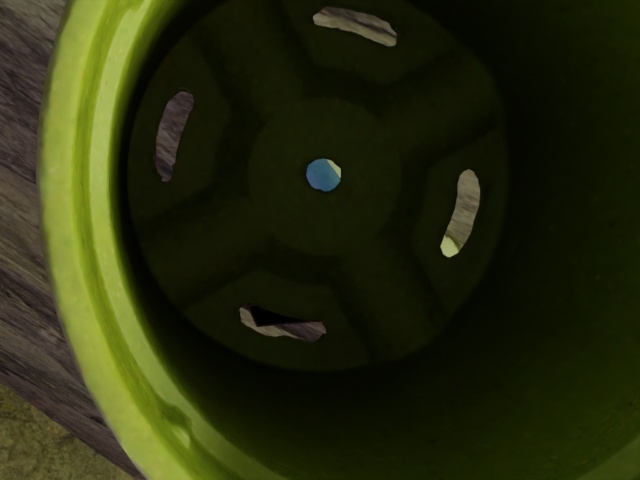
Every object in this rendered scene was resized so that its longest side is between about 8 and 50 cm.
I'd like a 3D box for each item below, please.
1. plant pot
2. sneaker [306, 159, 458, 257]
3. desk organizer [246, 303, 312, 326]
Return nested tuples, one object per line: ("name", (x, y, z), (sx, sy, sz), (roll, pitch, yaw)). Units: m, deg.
("plant pot", (0.028, -0.024, 0.616), (0.276, 0.276, 0.254), (36, 175, -11))
("sneaker", (0.000, 0.000, 0.969), (0.152, 0.084, 0.058), (36, 163, -11))
("desk organizer", (-0.025, 0.026, 1.147), (0.047, 0.050, 0.130), (27, 162, 19))
